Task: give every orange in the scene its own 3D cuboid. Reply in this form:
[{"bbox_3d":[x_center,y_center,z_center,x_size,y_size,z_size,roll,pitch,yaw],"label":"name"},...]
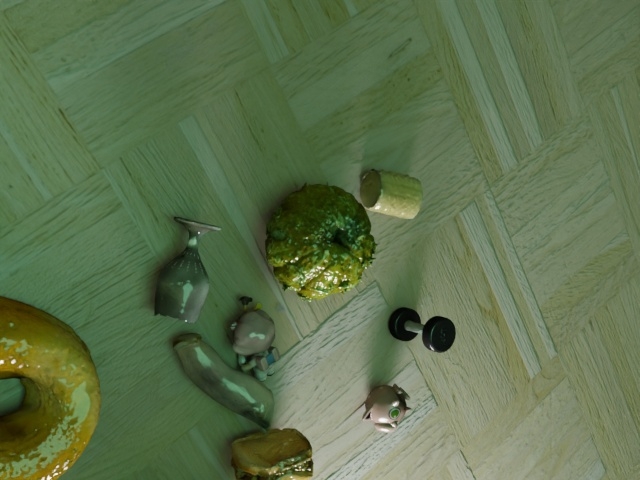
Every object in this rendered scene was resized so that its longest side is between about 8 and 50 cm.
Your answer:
[{"bbox_3d":[0.000,0.000,1.912,0.301,0.223,0.300,-15,98,-29],"label":"orange"}]

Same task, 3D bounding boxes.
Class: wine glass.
[{"bbox_3d":[-0.315,0.070,1.782,0.126,0.126,0.241,13,87,-32],"label":"wine glass"}]

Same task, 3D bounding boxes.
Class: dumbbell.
[{"bbox_3d":[0.285,0.250,2.130,0.100,0.191,0.100,-3,96,-32],"label":"dumbbell"}]

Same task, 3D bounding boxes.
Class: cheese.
[{"bbox_3d":[0.197,-0.129,2.094,0.167,0.094,0.123,9,81,-36],"label":"cheese"}]

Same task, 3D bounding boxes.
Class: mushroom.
[{"bbox_3d":[-0.234,0.356,1.878,0.109,0.097,0.351,-38,114,20],"label":"mushroom"}]

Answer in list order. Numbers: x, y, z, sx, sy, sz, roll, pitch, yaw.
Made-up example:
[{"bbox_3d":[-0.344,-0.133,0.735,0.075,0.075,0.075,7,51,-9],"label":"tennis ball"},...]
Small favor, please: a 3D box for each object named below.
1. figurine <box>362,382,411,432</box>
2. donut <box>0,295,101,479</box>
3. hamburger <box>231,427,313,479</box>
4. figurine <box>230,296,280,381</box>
[{"bbox_3d":[0.187,0.473,2.137,0.138,0.125,0.125,-48,118,-4],"label":"figurine"},{"bbox_3d":[-0.642,0.329,1.587,0.378,0.163,0.434,-15,103,-31],"label":"donut"},{"bbox_3d":[-0.124,0.553,1.912,0.214,0.214,0.108,-15,106,-30],"label":"hamburger"},{"bbox_3d":[-0.163,0.257,1.910,0.137,0.112,0.228,-29,120,-31],"label":"figurine"}]
